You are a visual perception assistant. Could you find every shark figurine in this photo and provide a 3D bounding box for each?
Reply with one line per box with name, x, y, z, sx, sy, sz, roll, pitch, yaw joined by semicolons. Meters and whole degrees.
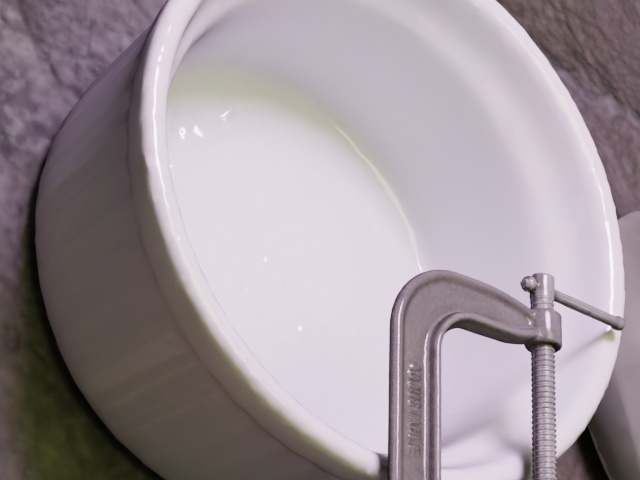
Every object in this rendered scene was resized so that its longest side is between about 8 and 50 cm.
shark figurine;0.213;0.120;1.016;0.166;0.116;0.278;-25;85;-42

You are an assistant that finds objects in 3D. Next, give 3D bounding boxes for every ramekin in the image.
ramekin;0.000;0.000;0.876;0.277;0.135;0.277;18;59;-33

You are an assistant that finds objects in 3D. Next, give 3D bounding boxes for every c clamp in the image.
c clamp;0.084;0.078;0.801;0.137;0.022;0.160;26;55;-29
